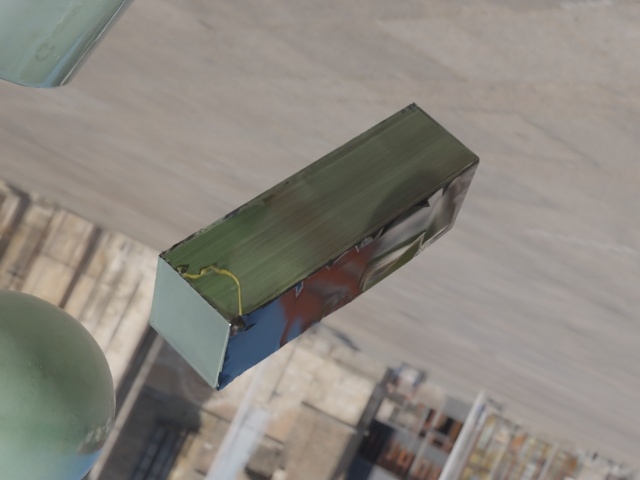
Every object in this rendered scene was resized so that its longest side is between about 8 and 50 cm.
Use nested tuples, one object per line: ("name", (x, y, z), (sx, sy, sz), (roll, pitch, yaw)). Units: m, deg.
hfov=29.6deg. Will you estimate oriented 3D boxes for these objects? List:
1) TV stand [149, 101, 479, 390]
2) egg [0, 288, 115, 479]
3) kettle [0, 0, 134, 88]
("TV stand", (0.000, 0.000, 0.923), (0.083, 0.269, 0.088), (43, 145, 21))
("egg", (-0.401, 0.198, 1.498), (0.276, 0.276, 0.389), (24, 172, 16))
("kettle", (-0.124, -0.263, 0.769), (0.265, 0.318, 0.205), (32, -159, -31))
